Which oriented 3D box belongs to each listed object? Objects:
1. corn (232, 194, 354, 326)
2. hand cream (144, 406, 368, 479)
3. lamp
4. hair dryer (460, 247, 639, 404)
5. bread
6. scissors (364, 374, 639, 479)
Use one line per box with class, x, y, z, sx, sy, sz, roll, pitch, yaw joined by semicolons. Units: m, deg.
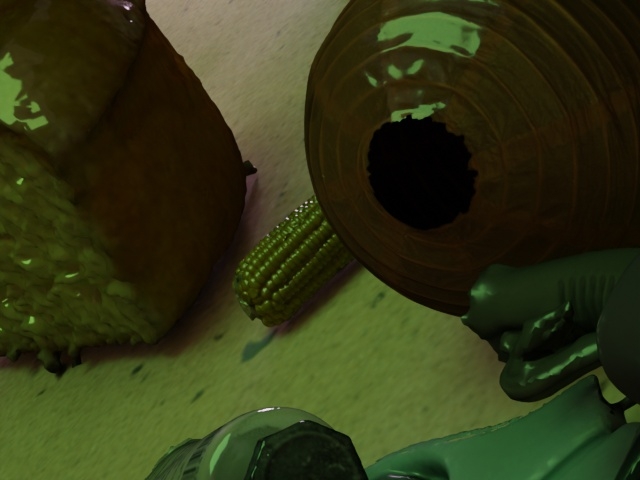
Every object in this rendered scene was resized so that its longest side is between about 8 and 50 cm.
corn;0.000;0.000;0.681;0.092;0.037;0.037;-39;23;-2
hand cream;-0.043;0.094;0.549;0.080;0.050;0.234;-50;8;-22
lamp;0.061;-0.038;0.521;0.136;0.136;0.136;-35;24;18
hair dryer;0.098;0.082;0.293;0.301;0.121;0.361;-50;21;4
bread;-0.159;-0.054;0.846;0.340;0.194;0.179;-9;34;50
scissors;0.102;0.041;0.443;0.360;0.029;0.191;-46;21;0
